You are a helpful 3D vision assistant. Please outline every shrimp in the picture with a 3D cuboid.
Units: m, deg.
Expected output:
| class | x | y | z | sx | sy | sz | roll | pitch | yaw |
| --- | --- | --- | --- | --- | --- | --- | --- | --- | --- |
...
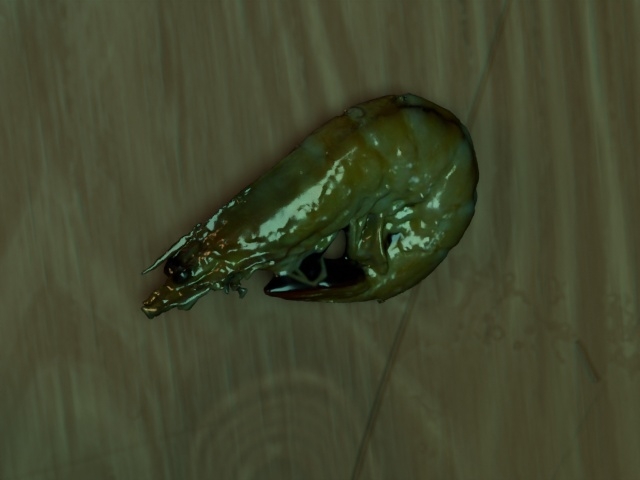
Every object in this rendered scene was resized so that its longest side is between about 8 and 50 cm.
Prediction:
| class | x | y | z | sx | sy | sz | roll | pitch | yaw |
| --- | --- | --- | --- | --- | --- | --- | --- | --- | --- |
| shrimp | 0.000 | 0.000 | 1.390 | 0.287 | 0.063 | 0.152 | -34 | 114 | -7 |
